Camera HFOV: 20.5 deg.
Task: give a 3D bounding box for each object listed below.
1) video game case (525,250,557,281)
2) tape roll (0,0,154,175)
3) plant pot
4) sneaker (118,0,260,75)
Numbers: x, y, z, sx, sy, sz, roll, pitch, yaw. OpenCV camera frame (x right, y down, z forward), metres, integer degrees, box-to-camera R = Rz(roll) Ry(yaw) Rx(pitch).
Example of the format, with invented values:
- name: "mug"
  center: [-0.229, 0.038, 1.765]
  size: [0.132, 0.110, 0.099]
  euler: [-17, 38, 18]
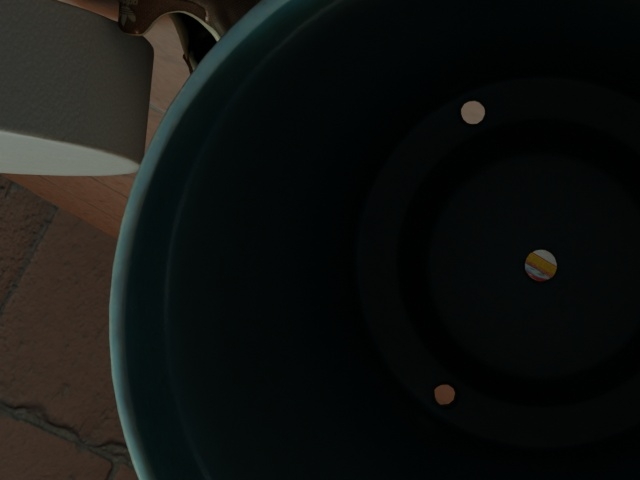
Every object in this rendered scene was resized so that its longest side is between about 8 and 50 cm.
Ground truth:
- name: "video game case"
  center: [0.194, 0.029, 1.233]
  size: [0.204, 0.025, 0.285]
  euler: [30, 173, -25]
- name: "tape roll"
  center: [-0.283, -0.090, 0.933]
  size: [0.392, 0.072, 0.392]
  euler: [6, 178, 0]
- name: "plant pot"
  center: [0.084, 0.021, 0.682]
  size: [0.272, 0.271, 0.255]
  euler: [26, -172, 6]
- name: "sneaker"
  center: [-0.036, -0.101, 0.924]
  size: [0.066, 0.071, 0.188]
  euler: [20, 170, 47]
